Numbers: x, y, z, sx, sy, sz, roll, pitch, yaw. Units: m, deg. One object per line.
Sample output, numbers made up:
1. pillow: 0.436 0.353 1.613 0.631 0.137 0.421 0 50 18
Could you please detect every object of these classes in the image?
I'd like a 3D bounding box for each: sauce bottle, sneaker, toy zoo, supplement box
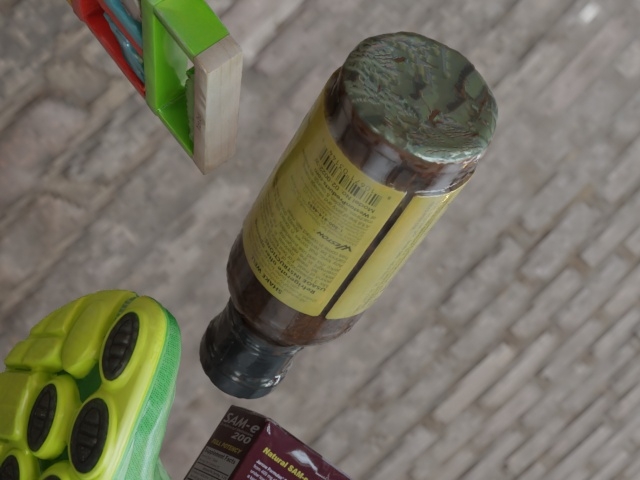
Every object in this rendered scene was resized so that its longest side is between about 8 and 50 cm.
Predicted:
1. sauce bottle: 0.000 0.000 1.152 0.111 0.111 0.344 -18 158 -35
2. sneaker: -0.119 0.156 0.923 0.123 0.109 0.295 -9 120 -43
3. toy zoo: -0.152 -0.191 1.120 0.030 0.293 0.192 -36 169 -14
4. supplement box: -0.073 0.263 1.302 0.130 0.073 0.239 40 76 -26
